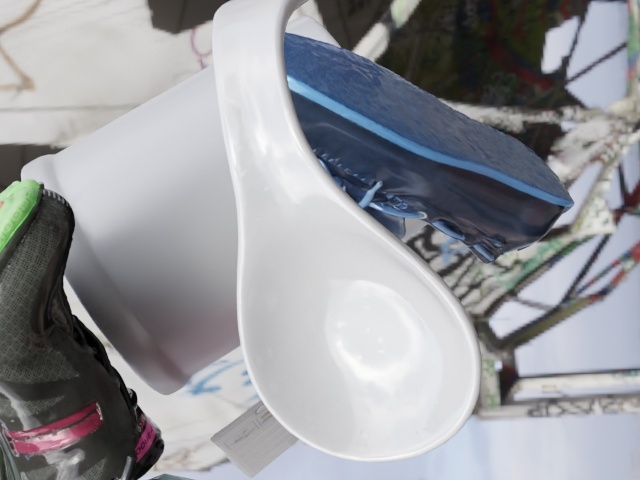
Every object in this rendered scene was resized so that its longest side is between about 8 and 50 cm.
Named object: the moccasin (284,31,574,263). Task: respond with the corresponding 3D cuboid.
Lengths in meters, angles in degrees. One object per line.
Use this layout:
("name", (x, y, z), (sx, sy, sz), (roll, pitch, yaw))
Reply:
("moccasin", (0.064, -0.046, 0.731), (0.342, 0.117, 0.138), (23, -149, -33))

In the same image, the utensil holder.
("utensil holder", (-0.107, -0.047, 1.143), (0.327, 0.385, 0.327), (59, 177, 4))

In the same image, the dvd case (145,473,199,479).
("dvd case", (-0.118, 0.239, 0.863), (0.087, 0.119, 0.013), (3, -88, -65))

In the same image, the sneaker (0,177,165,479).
("sneaker", (-0.254, 0.154, 0.924), (0.185, 0.202, 0.483), (-93, 7, -59))

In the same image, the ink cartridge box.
("ink cartridge box", (-0.043, 0.184, 1.100), (0.066, 0.189, 0.232), (49, 170, 27))

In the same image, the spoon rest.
("spoon rest", (0.000, 0.000, 0.509), (0.084, 0.137, 0.276), (-42, -64, -65))
